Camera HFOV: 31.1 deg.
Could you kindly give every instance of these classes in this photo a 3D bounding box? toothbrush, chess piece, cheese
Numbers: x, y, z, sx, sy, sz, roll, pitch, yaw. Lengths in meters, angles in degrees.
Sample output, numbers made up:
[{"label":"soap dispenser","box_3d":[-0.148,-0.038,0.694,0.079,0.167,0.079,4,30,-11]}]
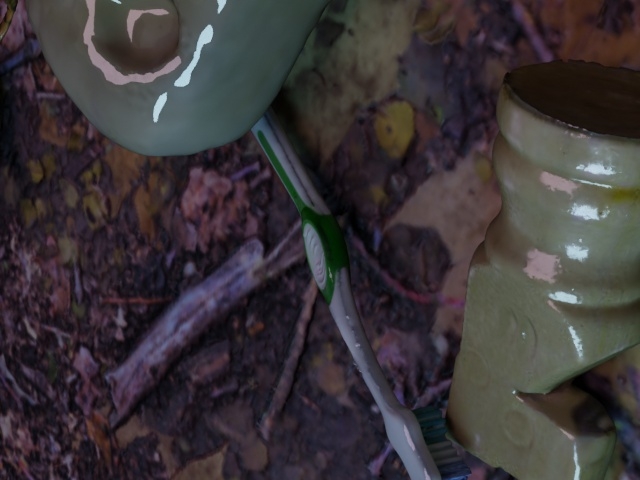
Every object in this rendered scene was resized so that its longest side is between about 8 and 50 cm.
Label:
[{"label":"toothbrush","box_3d":[-0.002,0.000,0.620,0.030,0.030,0.304,-49,56,36]},{"label":"chess piece","box_3d":[0.107,0.026,0.519,0.090,0.090,0.200,32,127,35]},{"label":"cheese","box_3d":[-0.078,-0.270,0.606,0.328,0.129,0.351,-48,64,30]}]

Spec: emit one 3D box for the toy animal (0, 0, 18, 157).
[{"label":"toy animal","box_3d":[-0.269,-0.097,0.846,0.255,0.114,0.116,-39,27,35]}]
